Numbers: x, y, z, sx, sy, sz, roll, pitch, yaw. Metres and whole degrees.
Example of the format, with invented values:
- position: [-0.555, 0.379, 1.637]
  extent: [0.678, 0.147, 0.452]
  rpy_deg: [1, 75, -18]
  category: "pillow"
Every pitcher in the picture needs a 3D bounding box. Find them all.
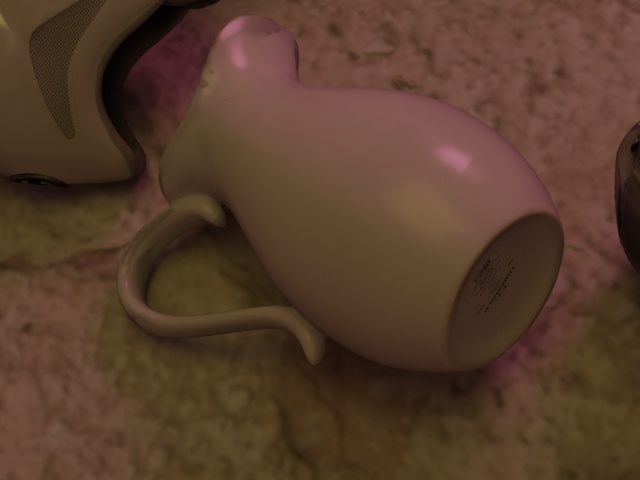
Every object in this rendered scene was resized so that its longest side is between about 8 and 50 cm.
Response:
- position: [0.000, 0.000, 0.654]
  extent: [0.207, 0.125, 0.178]
  rpy_deg: [32, 91, 36]
  category: "pitcher"

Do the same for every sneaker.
- position: [-0.117, -0.190, 0.734]
  extent: [0.146, 0.122, 0.330]
  rpy_deg: [12, 98, 2]
  category: "sneaker"

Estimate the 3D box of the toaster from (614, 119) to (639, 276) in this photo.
- position: [0.234, -0.006, 0.600]
  extent: [0.227, 0.129, 0.146]
  rpy_deg: [-29, 55, -4]
  category: "toaster"
